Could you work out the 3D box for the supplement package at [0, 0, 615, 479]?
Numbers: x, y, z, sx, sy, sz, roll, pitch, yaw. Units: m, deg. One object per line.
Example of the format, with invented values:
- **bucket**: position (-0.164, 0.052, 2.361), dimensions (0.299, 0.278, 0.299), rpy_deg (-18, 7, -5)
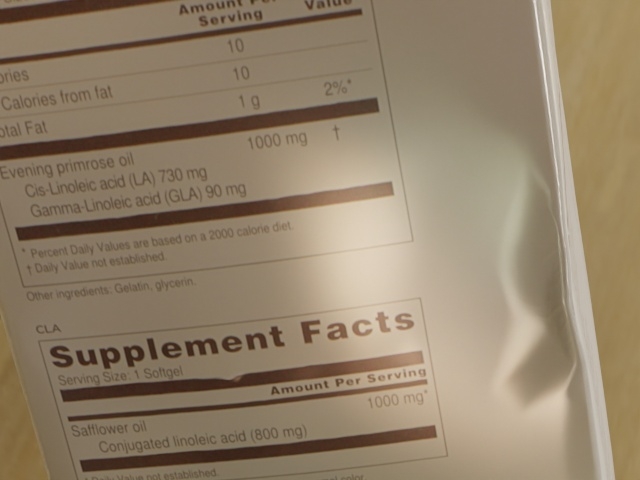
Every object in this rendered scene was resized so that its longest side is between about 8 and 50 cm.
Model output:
- **supplement package**: position (0.000, 0.000, 0.485), dimensions (0.133, 0.244, 0.139), rpy_deg (-7, -154, 8)
